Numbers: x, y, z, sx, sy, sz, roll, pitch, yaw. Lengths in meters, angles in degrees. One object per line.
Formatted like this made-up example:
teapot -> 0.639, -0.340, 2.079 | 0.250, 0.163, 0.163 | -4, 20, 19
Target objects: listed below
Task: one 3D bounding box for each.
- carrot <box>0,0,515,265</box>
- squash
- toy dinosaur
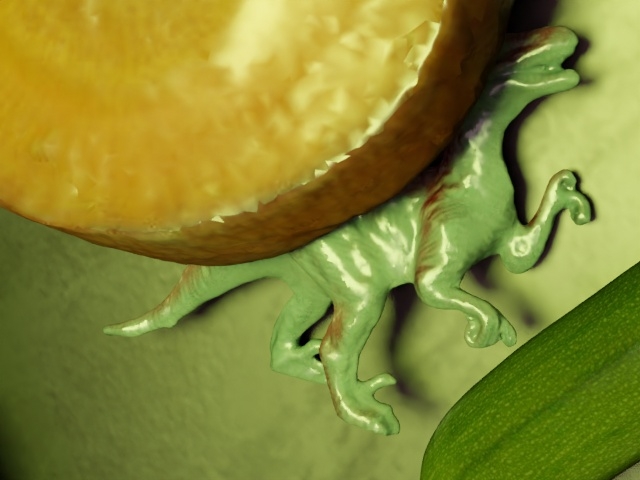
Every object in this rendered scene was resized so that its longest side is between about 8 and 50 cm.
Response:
carrot -> -0.067, -0.116, 0.466 | 0.307, 0.100, 0.258 | 8, 97, 33
squash -> 0.121, 0.052, 0.431 | 0.258, 0.069, 0.069 | -41, 79, 27
toy dinosaur -> 0.000, 0.000, 0.496 | 0.242, 0.053, 0.167 | -1, 97, 29
